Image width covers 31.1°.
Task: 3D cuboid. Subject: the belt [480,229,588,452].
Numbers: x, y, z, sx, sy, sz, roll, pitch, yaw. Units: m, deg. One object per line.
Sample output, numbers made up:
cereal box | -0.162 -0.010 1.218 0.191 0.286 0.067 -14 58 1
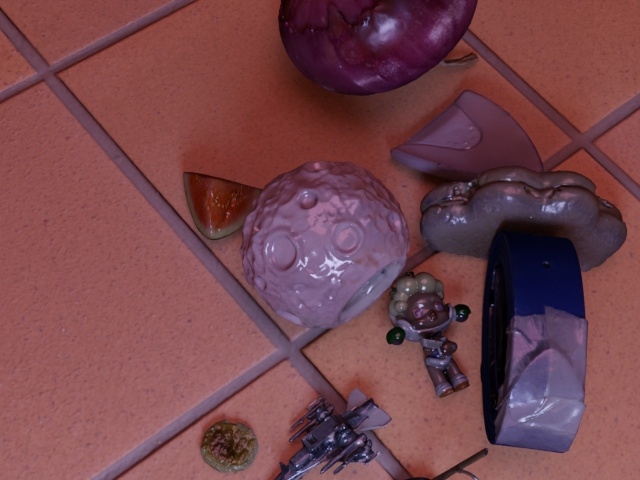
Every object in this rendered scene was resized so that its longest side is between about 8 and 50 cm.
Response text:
belt | 0.314 0.141 1.704 0.117 0.212 0.347 8 55 -3

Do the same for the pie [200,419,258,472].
pie | -0.132 0.300 1.671 0.084 0.020 0.084 2 59 -4

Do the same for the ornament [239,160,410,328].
ornament | 0.000 0.000 1.725 0.259 0.259 0.225 -35 73 -23

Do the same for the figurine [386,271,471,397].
figurine | 0.169 0.139 1.757 0.147 0.093 0.197 -18 65 -22

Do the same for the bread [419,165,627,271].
bread | 0.332 -0.046 1.837 0.337 0.183 0.102 5 56 -6

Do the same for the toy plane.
toy plane | 0.003 0.291 1.657 0.234 0.082 0.160 -29 40 -22

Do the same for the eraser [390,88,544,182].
eraser | 0.270 -0.146 1.935 0.204 0.059 0.243 -38 53 -25

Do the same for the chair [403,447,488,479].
chair | 0.175 0.365 1.577 0.095 0.221 0.104 45 60 -7

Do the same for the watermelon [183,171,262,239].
watermelon | -0.175 -0.076 1.847 0.135 0.094 0.125 35 70 19

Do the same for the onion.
onion | 0.106 -0.388 1.950 0.358 0.358 0.345 -35 111 -23
